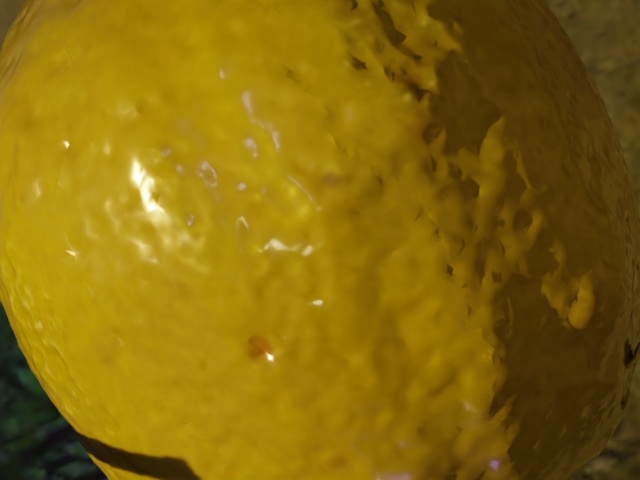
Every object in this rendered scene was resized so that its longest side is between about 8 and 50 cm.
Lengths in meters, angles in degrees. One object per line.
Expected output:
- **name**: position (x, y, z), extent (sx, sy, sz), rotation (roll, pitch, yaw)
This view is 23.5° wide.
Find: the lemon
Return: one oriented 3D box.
- **lemon**: position (0.000, 0.000, 0.601), extent (0.320, 0.245, 0.245), rotation (62, -171, -9)
